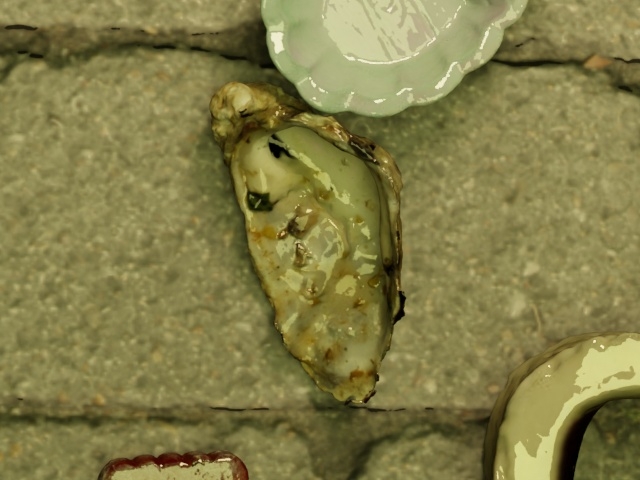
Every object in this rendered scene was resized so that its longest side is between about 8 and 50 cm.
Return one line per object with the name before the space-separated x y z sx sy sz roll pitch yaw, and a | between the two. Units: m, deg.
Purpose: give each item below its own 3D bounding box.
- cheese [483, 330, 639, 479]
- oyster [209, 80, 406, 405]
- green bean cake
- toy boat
cheese | 0.286 0.248 1.634 0.292 0.153 0.332 8 87 3
oyster | -0.005 -0.001 1.640 0.166 0.094 0.294 -3 102 8
green bean cake | -0.129 0.255 1.626 0.135 0.056 0.135 -3 93 -10
toy boat | 0.077 -0.226 1.633 0.290 0.100 0.199 -31 97 -8
